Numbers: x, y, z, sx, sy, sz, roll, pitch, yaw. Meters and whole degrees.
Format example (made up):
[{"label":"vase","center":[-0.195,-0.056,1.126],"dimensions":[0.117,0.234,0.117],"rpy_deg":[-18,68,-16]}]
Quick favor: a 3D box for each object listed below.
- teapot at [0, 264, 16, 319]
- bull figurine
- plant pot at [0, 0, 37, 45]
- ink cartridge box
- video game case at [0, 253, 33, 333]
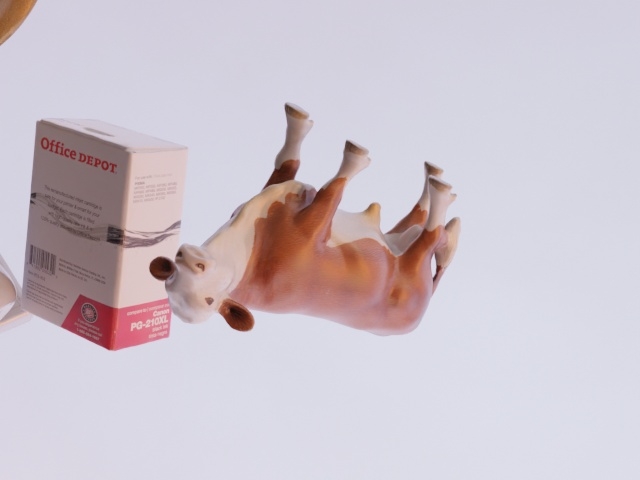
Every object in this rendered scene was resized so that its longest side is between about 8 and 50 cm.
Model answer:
[{"label":"teapot","center":[-0.487,0.071,1.351],"dimensions":[0.252,0.256,0.187],"rpy_deg":[-44,-86,-7]},{"label":"bull figurine","center":[0.000,0.000,1.011],"dimensions":[0.101,0.310,0.188],"rpy_deg":[40,-74,41]},{"label":"plant pot","center":[-0.398,-0.293,1.256],"dimensions":[0.236,0.032,0.236],"rpy_deg":[-6,-110,18]},{"label":"ink cartridge box","center":[-0.256,-0.013,1.383],"dimensions":[0.172,0.100,0.237],"rpy_deg":[19,-72,36]},{"label":"video game case","center":[-0.596,0.042,1.559],"dimensions":[0.300,0.329,0.036],"rpy_deg":[55,-37,15]}]
